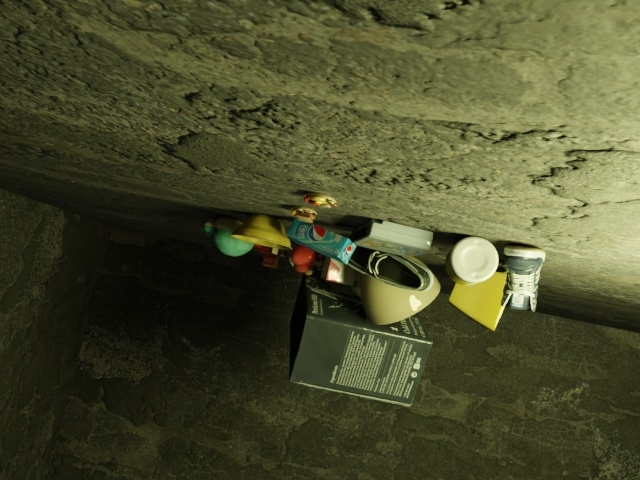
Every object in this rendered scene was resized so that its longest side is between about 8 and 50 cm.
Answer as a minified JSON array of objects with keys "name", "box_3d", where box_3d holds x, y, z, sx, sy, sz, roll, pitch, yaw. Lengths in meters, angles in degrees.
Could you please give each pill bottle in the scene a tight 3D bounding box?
[{"name":"pill bottle","box_3d":[0.399,0.061,1.412,0.119,0.119,0.208,11,173,9]}]

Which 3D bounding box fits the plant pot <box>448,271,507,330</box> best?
[{"name":"plant pot","box_3d":[0.592,0.201,1.959,0.187,0.212,0.212,23,177,17]}]

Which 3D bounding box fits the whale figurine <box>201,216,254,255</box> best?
[{"name":"whale figurine","box_3d":[-0.373,-0.013,2.074,0.216,0.141,0.272,18,172,-42]}]

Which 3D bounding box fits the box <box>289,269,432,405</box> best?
[{"name":"box","box_3d":[0.133,0.364,2.091,0.472,0.297,0.480,12,-163,-7]}]

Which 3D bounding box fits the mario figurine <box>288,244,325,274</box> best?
[{"name":"mario figurine","box_3d":[-0.004,0.097,2.182,0.198,0.170,0.321,-35,153,32]}]

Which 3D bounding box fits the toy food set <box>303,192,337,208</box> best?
[{"name":"toy food set","box_3d":[-0.001,-0.094,1.243,0.083,0.020,0.083,16,172,-30]}]

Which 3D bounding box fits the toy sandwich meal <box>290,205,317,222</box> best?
[{"name":"toy sandwich meal","box_3d":[-0.048,-0.073,1.469,0.086,0.029,0.085,12,173,1]}]

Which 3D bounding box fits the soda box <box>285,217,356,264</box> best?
[{"name":"soda box","box_3d":[0.000,0.000,1.625,0.210,0.067,0.071,21,169,32]}]

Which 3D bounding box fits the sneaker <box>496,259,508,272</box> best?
[{"name":"sneaker","box_3d":[0.595,0.082,1.577,0.058,0.052,0.135,5,-173,-40]}]

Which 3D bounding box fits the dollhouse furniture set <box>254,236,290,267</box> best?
[{"name":"dollhouse furniture set","box_3d":[-0.260,0.031,2.268,0.262,0.135,0.259,9,173,24]}]

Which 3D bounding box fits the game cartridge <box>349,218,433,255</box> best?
[{"name":"game cartridge","box_3d":[0.207,-0.002,1.521,0.198,0.062,0.297,17,173,-5]}]

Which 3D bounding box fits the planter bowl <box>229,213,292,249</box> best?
[{"name":"planter bowl","box_3d":[-0.192,-0.035,1.782,0.217,0.090,0.217,12,174,1]}]

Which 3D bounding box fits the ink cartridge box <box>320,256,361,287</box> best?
[{"name":"ink cartridge box","box_3d":[0.128,0.095,2.009,0.218,0.158,0.092,14,176,-14]}]

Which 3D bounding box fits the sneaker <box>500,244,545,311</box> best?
[{"name":"sneaker","box_3d":[0.530,0.104,1.386,0.099,0.153,0.282,9,172,23]}]

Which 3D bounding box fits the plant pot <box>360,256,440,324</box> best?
[{"name":"plant pot","box_3d":[0.251,0.137,1.850,0.190,0.284,0.284,60,157,-13]}]

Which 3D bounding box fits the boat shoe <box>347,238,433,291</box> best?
[{"name":"boat shoe","box_3d":[0.201,0.069,1.692,0.335,0.121,0.119,19,-175,25]}]
